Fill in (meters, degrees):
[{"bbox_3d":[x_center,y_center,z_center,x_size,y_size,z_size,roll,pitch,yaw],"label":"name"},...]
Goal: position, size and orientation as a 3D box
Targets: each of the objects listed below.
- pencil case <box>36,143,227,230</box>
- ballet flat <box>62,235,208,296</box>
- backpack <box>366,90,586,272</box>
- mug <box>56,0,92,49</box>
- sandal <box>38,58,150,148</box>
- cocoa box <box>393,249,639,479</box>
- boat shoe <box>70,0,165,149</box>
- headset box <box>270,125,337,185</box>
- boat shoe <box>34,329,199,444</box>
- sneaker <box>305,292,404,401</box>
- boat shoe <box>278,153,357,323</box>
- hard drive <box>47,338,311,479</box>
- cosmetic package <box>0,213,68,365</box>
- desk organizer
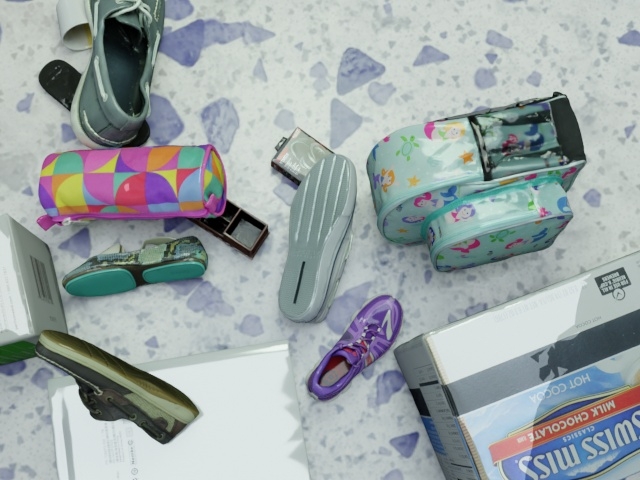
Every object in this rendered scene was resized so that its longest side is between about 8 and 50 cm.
[{"bbox_3d":[-0.239,-0.066,1.138,0.237,0.104,0.104,-4,78,12],"label":"pencil case"},{"bbox_3d":[-0.242,0.030,1.175,0.189,0.070,0.070,-7,79,-6],"label":"ballet flat"},{"bbox_3d":[0.188,-0.066,1.131,0.254,0.225,0.191,-5,74,0],"label":"backpack"},{"bbox_3d":[-0.331,-0.306,1.243,0.062,0.078,0.064,-32,70,24],"label":"mug"},{"bbox_3d":[-0.312,-0.185,1.219,0.179,0.040,0.067,37,79,5],"label":"sandal"},{"bbox_3d":[0.300,0.168,1.081,0.347,0.231,0.227,-20,81,-7],"label":"cocoa box"},{"bbox_3d":[-0.249,-0.273,1.182,0.116,0.099,0.319,20,66,-34],"label":"boat shoe"},{"bbox_3d":[-0.024,-0.110,1.224,0.083,0.032,0.062,37,79,3],"label":"headset box"},{"bbox_3d":[-0.242,0.178,1.045,0.224,0.080,0.073,36,85,-36],"label":"boat shoe"},{"bbox_3d":[0.050,0.141,1.156,0.068,0.071,0.170,38,78,5],"label":"sneaker"},{"bbox_3d":[0.000,0.000,1.183,0.083,0.076,0.226,16,83,27],"label":"boat shoe"},{"bbox_3d":[-0.177,0.250,1.136,0.308,0.040,0.202,-9,79,-5],"label":"hard drive"},{"bbox_3d":[-0.513,0.096,1.072,0.366,0.197,0.155,-15,80,-4],"label":"cosmetic package"},{"bbox_3d":[-0.133,-0.032,1.192,0.130,0.050,0.047,32,78,4],"label":"desk organizer"}]
